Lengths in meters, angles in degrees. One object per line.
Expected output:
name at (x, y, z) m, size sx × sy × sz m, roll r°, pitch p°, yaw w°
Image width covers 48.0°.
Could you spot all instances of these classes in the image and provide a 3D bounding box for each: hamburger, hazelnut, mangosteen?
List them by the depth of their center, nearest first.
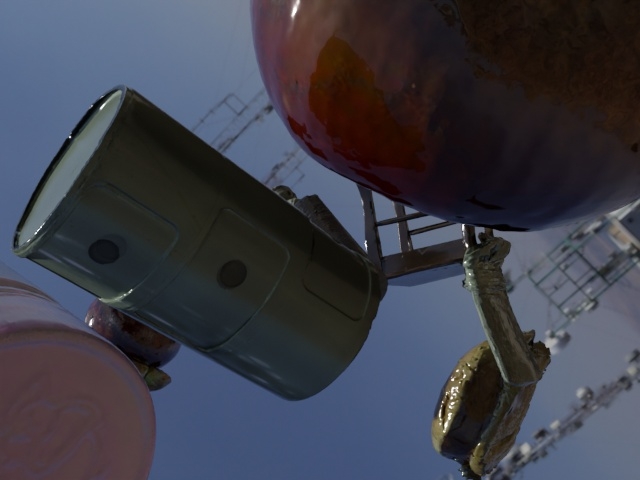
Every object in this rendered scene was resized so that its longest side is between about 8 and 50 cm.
hazelnut at (0.148, -0.201, 0.605) m, size 0.410 × 0.359 × 0.359 m, roll 10°, pitch -154°, yaw -20°
mangosteen at (-0.284, 0.153, 1.068) m, size 0.156 × 0.145 × 0.181 m, roll 23°, pitch -132°, yaw -3°
hamburger at (0.304, 0.302, 1.337) m, size 0.132 × 0.308 × 0.211 m, roll 29°, pitch -169°, yaw 34°

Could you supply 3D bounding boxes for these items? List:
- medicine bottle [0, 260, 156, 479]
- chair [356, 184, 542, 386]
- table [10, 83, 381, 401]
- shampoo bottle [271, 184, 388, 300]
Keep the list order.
medicine bottle at (-0.286, 0.113, 0.550) m, size 0.316 × 0.202 × 0.202 m, roll 19°, pitch 169°, yaw 46°
chair at (0.176, 0.049, 0.993) m, size 0.160 × 0.186 × 0.319 m, roll 11°, pitch -113°, yaw -63°
table at (-0.079, 0.009, 0.494) m, size 0.220 × 0.126 × 0.126 m, roll 36°, pitch -164°, yaw -28°
shampoo bottle at (-0.001, 0.000, 0.774) m, size 0.207 × 0.057 × 0.063 m, roll 50°, pitch 173°, yaw 48°
